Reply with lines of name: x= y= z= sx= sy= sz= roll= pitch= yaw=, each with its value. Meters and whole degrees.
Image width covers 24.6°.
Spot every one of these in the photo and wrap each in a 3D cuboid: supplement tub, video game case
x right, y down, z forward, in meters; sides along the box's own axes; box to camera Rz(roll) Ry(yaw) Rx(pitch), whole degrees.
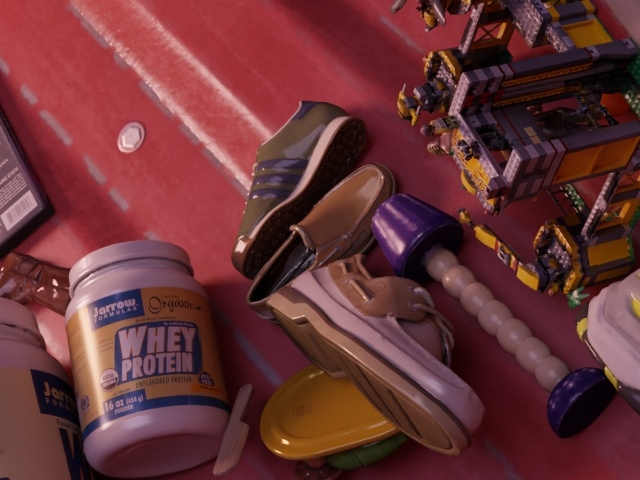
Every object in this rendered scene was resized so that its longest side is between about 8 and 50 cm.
supplement tub: x=-0.170 y=0.115 z=1.419 sx=0.144 sy=0.144 sz=0.200 roll=-23 pitch=64 yaw=20
supplement tub: x=-0.336 y=0.241 z=1.414 sx=0.235 sy=0.235 sz=0.325 roll=-29 pitch=61 yaw=17
video game case: x=-0.434 y=-0.073 z=1.701 sx=0.196 sy=0.026 sz=0.274 roll=-39 pitch=58 yaw=12

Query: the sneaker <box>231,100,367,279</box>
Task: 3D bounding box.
sneaker: x=-0.037 y=-0.057 z=1.461 sx=0.086 sy=0.064 sz=0.192 roll=38 pitch=93 yaw=40

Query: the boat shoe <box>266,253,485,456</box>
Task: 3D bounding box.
boat shoe: x=0.059 y=0.082 z=1.269 sx=0.103 sy=0.113 sz=0.302 roll=-39 pitch=32 yaw=-11

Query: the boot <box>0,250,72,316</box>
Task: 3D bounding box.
boot: x=-0.305 y=0.070 z=1.577 sx=0.114 sy=0.037 sz=0.106 roll=16 pitch=84 yaw=27

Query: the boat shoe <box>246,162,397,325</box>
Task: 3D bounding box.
boat shoe: x=0.000 y=0.000 z=1.409 sx=0.068 sy=0.072 sz=0.190 roll=38 pitch=93 yaw=33

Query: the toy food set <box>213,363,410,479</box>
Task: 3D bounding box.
toy food set: x=0.020 y=0.171 z=1.348 sx=0.218 sy=0.071 sz=0.128 roll=-17 pitch=33 yaw=17

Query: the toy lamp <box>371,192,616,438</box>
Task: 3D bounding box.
toy lamp: x=0.146 y=0.056 z=1.309 sx=0.080 sy=0.080 sz=0.274 roll=-49 pitch=60 yaw=6

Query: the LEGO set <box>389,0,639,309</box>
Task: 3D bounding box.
LEGO set: x=0.140 y=-0.103 z=1.244 sx=0.192 sy=0.255 sz=0.331 roll=-14 pitch=65 yaw=-23

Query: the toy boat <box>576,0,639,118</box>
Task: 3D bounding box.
toy boat: x=0.279 y=-0.171 z=1.296 sx=0.151 sy=0.151 sz=0.231 roll=-54 pitch=52 yaw=38

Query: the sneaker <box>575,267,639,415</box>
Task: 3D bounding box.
sneaker: x=0.355 y=0.153 z=1.123 sx=0.147 sy=0.145 sz=0.385 roll=-41 pitch=60 yaw=10
